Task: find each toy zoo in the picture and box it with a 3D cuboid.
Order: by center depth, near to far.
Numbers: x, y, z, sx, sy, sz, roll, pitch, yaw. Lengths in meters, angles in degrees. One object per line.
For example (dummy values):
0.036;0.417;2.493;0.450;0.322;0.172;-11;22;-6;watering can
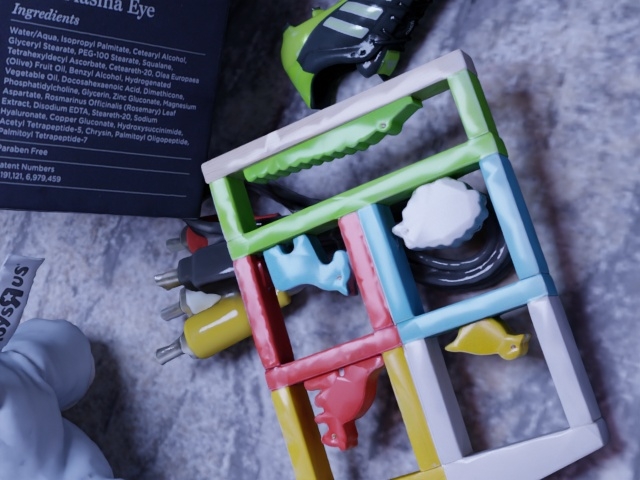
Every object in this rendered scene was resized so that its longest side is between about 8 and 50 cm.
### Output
0.051;0.054;0.646;0.192;0.030;0.293;-21;79;21;toy zoo

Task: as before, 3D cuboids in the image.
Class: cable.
0.000;0.000;0.738;0.287;0.072;0.139;-11;63;20;cable

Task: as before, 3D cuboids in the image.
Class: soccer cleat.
0.047;-0.157;0.730;0.179;0.060;0.072;-34;71;32;soccer cleat

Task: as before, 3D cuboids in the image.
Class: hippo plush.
-0.176;0.181;0.746;0.236;0.234;0.294;37;119;5;hippo plush

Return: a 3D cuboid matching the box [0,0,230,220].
-0.228;-0.199;0.782;0.343;0.179;0.312;18;103;49;box
